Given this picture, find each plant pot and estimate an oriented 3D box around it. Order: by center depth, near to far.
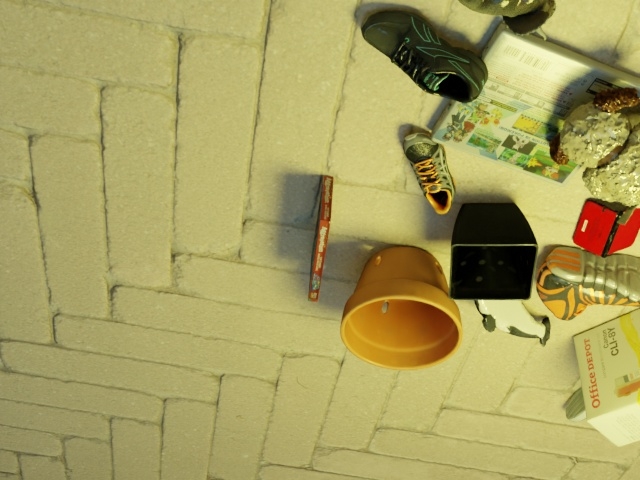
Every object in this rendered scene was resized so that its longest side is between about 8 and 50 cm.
[{"bbox_3d":[0.388,0.014,1.997,0.188,0.167,0.187,1,137,7],"label":"plant pot"},{"bbox_3d":[0.201,0.154,2.135,0.291,0.203,0.291,4,137,4],"label":"plant pot"}]

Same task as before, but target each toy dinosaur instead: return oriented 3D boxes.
[{"bbox_3d":[0.308,-0.458,1.544,0.314,0.121,0.160,15,123,-15],"label":"toy dinosaur"}]

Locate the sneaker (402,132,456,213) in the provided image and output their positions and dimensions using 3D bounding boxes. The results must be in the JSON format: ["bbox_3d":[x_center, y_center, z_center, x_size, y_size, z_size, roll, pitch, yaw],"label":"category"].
[{"bbox_3d":[0.243,-0.147,1.904,0.084,0.083,0.215,-18,130,25],"label":"sneaker"}]

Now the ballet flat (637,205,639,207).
[{"bbox_3d":[0.697,-0.101,1.827,0.077,0.091,0.241,58,166,0],"label":"ballet flat"}]

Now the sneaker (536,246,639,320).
[{"bbox_3d":[0.682,0.123,2.130,0.321,0.124,0.180,17,141,4],"label":"sneaker"}]

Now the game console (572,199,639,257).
[{"bbox_3d":[0.670,-0.039,2.021,0.124,0.085,0.144,28,141,23],"label":"game console"}]

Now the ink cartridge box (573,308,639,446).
[{"bbox_3d":[0.850,0.312,2.177,0.385,0.279,0.160,-31,125,32],"label":"ink cartridge box"}]

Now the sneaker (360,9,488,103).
[{"bbox_3d":[0.197,-0.349,1.663,0.267,0.106,0.101,25,136,-3],"label":"sneaker"}]

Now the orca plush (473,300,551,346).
[{"bbox_3d":[0.470,0.165,2.232,0.287,0.102,0.151,19,91,-27],"label":"orca plush"}]

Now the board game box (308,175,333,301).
[{"bbox_3d":[0.000,0.000,2.039,0.027,0.145,0.281,5,137,-3],"label":"board game box"}]

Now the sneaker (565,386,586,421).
[{"bbox_3d":[0.799,0.444,2.456,0.091,0.094,0.258,27,132,-14],"label":"sneaker"}]

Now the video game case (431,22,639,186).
[{"bbox_3d":[0.440,-0.266,1.792,0.329,0.036,0.300,18,135,-13],"label":"video game case"}]

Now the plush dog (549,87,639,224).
[{"bbox_3d":[0.576,-0.179,1.726,0.225,0.210,0.262,36,130,-7],"label":"plush dog"}]
